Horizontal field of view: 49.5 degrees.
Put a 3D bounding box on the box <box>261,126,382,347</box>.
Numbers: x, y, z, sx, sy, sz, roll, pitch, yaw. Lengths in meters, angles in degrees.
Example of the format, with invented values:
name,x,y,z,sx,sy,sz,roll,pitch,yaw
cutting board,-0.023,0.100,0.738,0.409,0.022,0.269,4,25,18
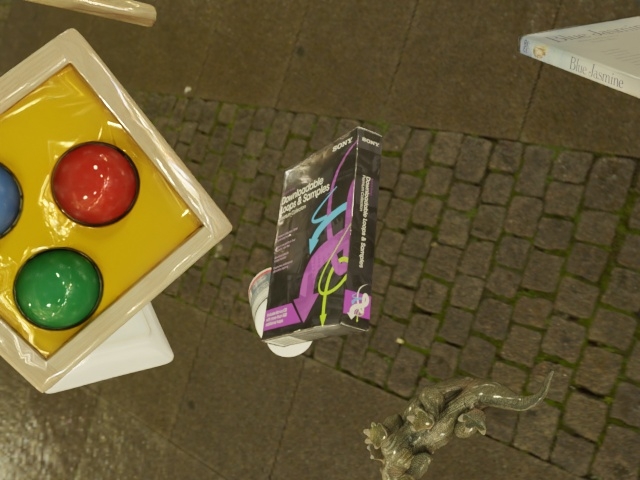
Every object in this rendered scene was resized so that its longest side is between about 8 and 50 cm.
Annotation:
name,x,y,z,sx,sy,sz,roll,pitch,yaw
box,0.000,0.000,0.568,0.116,0.029,0.162,-22,55,52

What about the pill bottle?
name,x,y,z,sx,sy,sz,roll,pitch,yaw
pill bottle,-0.068,0.129,1.252,0.108,0.108,0.180,-57,22,12

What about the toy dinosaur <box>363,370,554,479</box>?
name,x,y,z,sx,sy,sz,roll,pitch,yaw
toy dinosaur,0.151,0.228,0.892,0.121,0.160,0.313,45,109,8

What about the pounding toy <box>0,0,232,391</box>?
name,x,y,z,sx,sy,sz,roll,pitch,yaw
pounding toy,-0.141,-0.064,0.349,0.181,0.206,0.094,-42,25,-13

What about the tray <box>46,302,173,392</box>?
name,x,y,z,sx,sy,sz,roll,pitch,yaw
tray,-0.275,0.034,0.783,0.270,0.145,0.030,59,138,27

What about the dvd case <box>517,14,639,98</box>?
name,x,y,z,sx,sy,sz,roll,pitch,yaw
dvd case,0.356,-0.190,0.723,0.253,0.180,0.022,-131,32,-53
